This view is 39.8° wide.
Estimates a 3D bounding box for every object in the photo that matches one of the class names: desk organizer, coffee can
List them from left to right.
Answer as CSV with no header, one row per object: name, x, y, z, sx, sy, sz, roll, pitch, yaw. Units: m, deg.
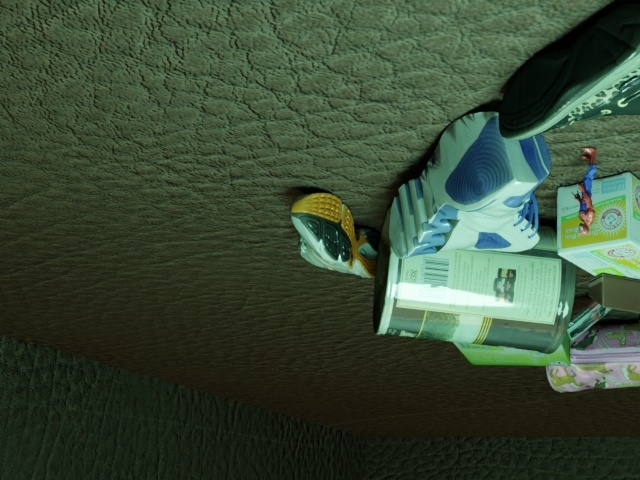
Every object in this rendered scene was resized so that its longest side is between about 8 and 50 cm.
coffee can,0.231,0.061,1.378,0.275,0.202,0.201,7,160,-1
desk organizer,0.462,0.088,1.301,0.130,0.050,0.047,10,161,-10

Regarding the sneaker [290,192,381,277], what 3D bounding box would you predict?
sneaker,0.000,0.000,1.433,0.121,0.099,0.262,0,159,28

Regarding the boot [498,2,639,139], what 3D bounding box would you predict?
boot,0.319,-0.151,0.938,0.178,0.085,0.236,12,159,-23

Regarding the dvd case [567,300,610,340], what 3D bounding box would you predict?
dvd case,0.519,0.141,1.689,0.119,0.013,0.087,-41,151,2

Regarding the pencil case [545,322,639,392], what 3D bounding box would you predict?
pencil case,0.649,0.234,1.810,0.386,0.160,0.167,-8,127,34

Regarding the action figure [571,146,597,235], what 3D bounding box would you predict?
action figure,0.340,-0.061,1.134,0.030,0.115,0.038,3,159,7

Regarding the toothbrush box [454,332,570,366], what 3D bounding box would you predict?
toothbrush box,0.370,0.156,1.723,0.206,0.122,0.283,-2,158,20

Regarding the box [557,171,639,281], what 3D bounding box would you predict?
box,0.439,-0.007,1.273,0.114,0.103,0.203,-14,153,43

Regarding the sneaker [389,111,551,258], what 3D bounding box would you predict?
sneaker,0.231,-0.065,1.175,0.182,0.128,0.315,1,160,-21
